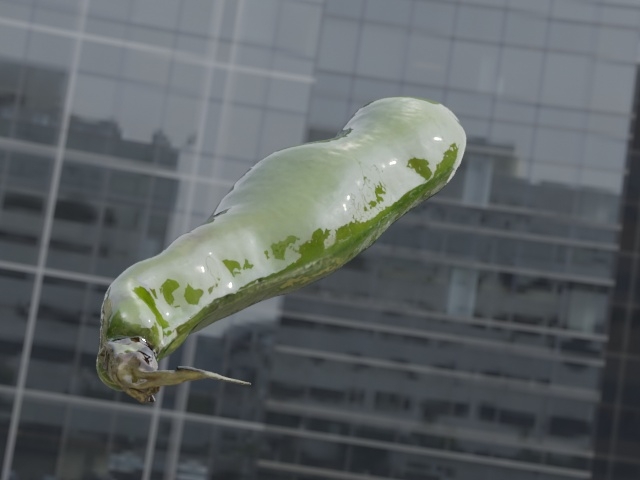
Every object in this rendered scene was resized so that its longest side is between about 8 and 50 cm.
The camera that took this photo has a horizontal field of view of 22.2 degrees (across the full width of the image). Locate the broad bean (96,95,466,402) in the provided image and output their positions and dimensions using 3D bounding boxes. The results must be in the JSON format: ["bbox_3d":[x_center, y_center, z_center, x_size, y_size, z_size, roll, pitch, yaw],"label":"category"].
[{"bbox_3d":[-0.011,-0.001,0.735,0.098,0.056,0.318,3,26,22],"label":"broad bean"}]
